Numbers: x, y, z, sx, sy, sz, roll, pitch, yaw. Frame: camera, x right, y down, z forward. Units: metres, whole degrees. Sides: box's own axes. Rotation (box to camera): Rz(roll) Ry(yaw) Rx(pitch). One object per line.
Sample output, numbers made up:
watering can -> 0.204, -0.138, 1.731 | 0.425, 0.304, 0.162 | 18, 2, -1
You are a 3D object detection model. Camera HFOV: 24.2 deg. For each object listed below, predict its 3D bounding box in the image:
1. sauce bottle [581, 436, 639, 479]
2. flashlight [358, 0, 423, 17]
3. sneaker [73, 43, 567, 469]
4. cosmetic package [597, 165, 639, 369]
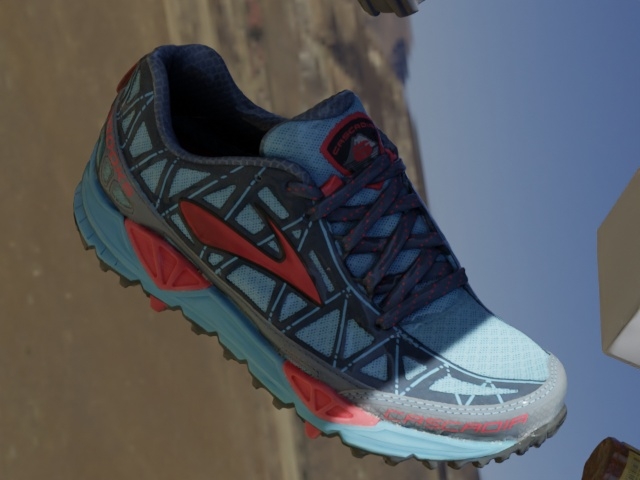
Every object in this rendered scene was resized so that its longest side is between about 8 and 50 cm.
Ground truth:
sauce bottle -> 0.227, 0.169, 0.936 | 0.042, 0.128, 0.042 | -60, -175, 9
flashlight -> 0.022, -0.340, 1.371 | 0.304, 0.103, 0.103 | 54, 29, -45
sneaker -> 0.000, 0.000, 0.664 | 0.104, 0.262, 0.125 | -35, 150, -53
cosmetic package -> 0.306, -0.009, 0.829 | 0.138, 0.224, 0.225 | -77, -167, -58
